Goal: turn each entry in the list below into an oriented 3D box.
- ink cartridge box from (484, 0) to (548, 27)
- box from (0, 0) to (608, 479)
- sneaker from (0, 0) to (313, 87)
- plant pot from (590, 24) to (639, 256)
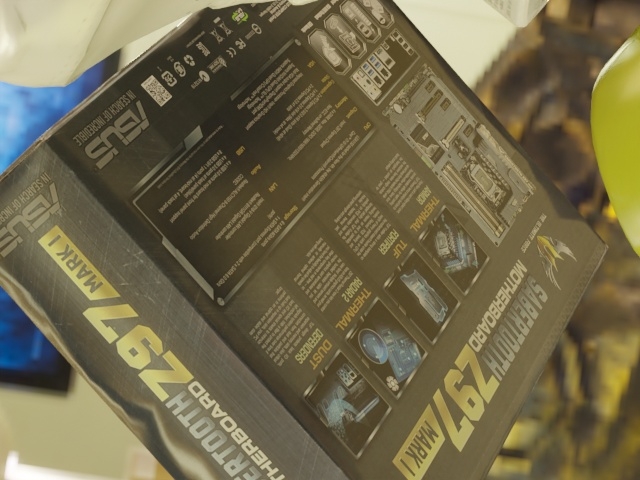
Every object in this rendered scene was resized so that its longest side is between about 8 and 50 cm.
[{"bbox_3d":[0.167,-0.244,1.030,0.239,0.060,0.275,-50,-7,-1],"label":"ink cartridge box"},{"bbox_3d":[0.000,0.000,0.689,0.059,0.183,0.233,-38,8,35],"label":"box"},{"bbox_3d":[0.037,-0.114,0.480,0.305,0.152,0.114,-42,-5,-35],"label":"sneaker"},{"bbox_3d":[0.178,-0.056,0.287,0.207,0.227,0.228,-60,1,-13],"label":"plant pot"}]
